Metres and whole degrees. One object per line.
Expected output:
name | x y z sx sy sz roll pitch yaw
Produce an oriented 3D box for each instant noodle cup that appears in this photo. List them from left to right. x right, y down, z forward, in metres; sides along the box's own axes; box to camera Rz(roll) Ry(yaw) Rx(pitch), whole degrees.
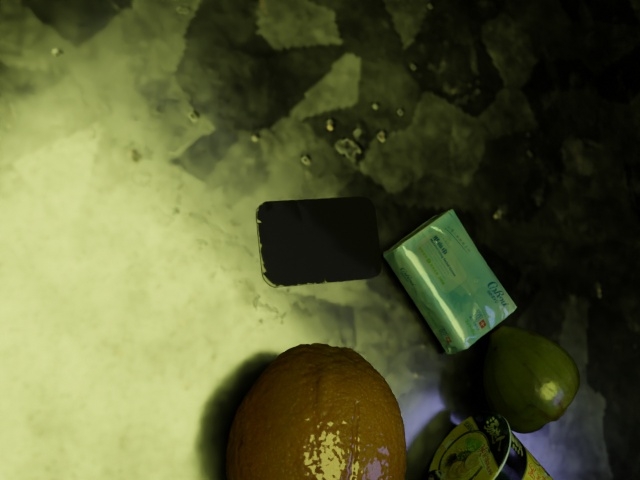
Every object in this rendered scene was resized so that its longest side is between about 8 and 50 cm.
instant noodle cup | 0.368 0.498 1.686 0.236 0.215 0.215 42 69 -17

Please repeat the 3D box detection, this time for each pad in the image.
pad | 0.000 0.000 1.731 0.267 0.004 0.181 -3 82 -21

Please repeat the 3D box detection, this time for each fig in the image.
fig | 0.422 0.281 1.741 0.203 0.203 0.225 -29 71 -22

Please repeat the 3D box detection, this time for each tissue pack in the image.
tissue pack | 0.277 0.086 1.774 0.177 0.089 0.263 -34 94 -24

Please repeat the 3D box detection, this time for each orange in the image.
orange | -0.006 0.367 1.502 0.322 0.322 0.357 11 71 -18
